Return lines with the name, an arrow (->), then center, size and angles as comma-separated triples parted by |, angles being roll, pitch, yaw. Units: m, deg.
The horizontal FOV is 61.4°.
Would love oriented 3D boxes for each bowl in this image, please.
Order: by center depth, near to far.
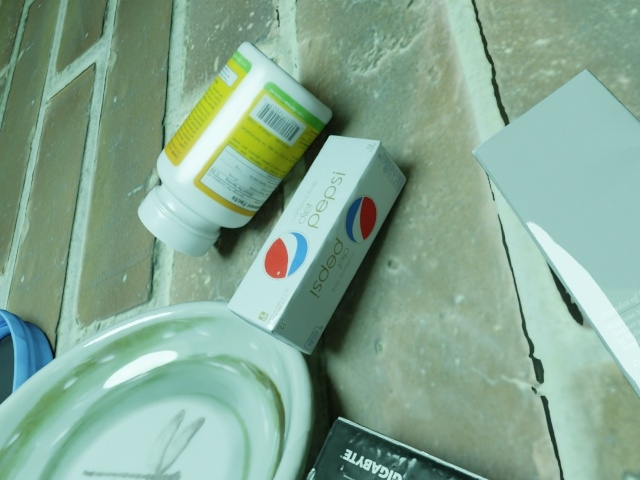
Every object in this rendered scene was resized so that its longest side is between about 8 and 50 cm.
bowl -> -0.579, 0.311, 0.905 | 0.391, 0.077, 0.391 | -16, 63, 34

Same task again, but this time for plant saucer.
plant saucer -> -0.186, 0.229, 0.541 | 0.400, 0.100, 0.400 | -14, 32, 9

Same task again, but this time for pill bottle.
pill bottle -> -0.112, -0.103, 0.664 | 0.245, 0.136, 0.136 | -50, 49, 11

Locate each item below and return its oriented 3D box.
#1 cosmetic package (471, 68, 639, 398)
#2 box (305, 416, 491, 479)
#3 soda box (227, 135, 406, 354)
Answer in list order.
cosmetic package -> 0.215, 0.014, 0.362 | 0.107, 0.127, 0.238 | -38, 50, 19
box -> 0.089, 0.286, 0.330 | 0.322, 0.079, 0.257 | 7, 61, 42
soda box -> 0.000, 0.000, 0.552 | 0.074, 0.069, 0.216 | 18, 71, 42
